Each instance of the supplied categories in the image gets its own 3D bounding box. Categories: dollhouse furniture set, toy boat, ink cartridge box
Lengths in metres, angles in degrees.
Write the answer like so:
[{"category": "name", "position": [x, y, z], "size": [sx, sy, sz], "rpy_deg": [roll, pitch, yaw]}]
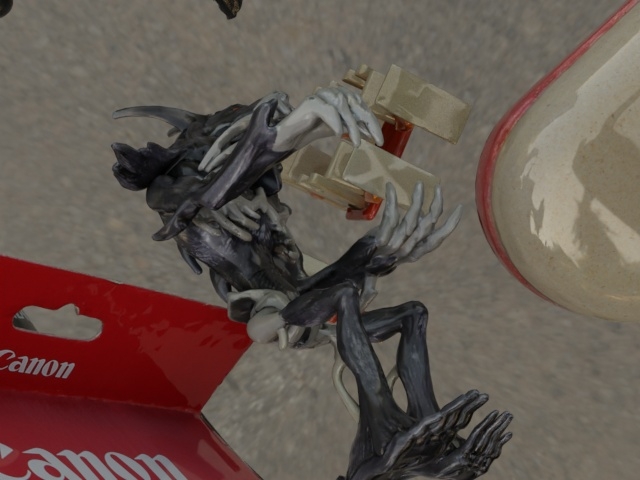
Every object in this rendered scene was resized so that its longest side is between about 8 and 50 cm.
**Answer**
[{"category": "dollhouse furniture set", "position": [0.045, -0.041, 1.296], "size": [0.135, 0.262, 0.259], "rpy_deg": [25, 85, -15]}, {"category": "toy boat", "position": [0.188, -0.062, 0.730], "size": [0.231, 0.151, 0.151], "rpy_deg": [-42, 103, -4]}, {"category": "ink cartridge box", "position": [-0.145, 0.156, 0.592], "size": [0.130, 0.309, 0.271], "rpy_deg": [40, 102, 31]}]

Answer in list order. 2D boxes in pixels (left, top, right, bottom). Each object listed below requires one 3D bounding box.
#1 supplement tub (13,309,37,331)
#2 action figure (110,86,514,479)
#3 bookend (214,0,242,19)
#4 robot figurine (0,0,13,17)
[{"category": "supplement tub", "position": [-0.278, 0.169, 0.985], "size": [0.207, 0.207, 0.338], "rpy_deg": [-37, 81, 0]}, {"category": "action figure", "position": [0.000, 0.000, 0.662], "size": [0.141, 0.164, 0.275], "rpy_deg": [-42, 62, 12]}, {"category": "bookend", "position": [-0.012, -0.204, 0.607], "size": [0.156, 0.157, 0.072], "rpy_deg": [-12, 48, 24]}, {"category": "robot figurine", "position": [-0.313, -0.338, 1.187], "size": [0.278, 0.209, 0.173], "rpy_deg": [13, 54, -36]}]
